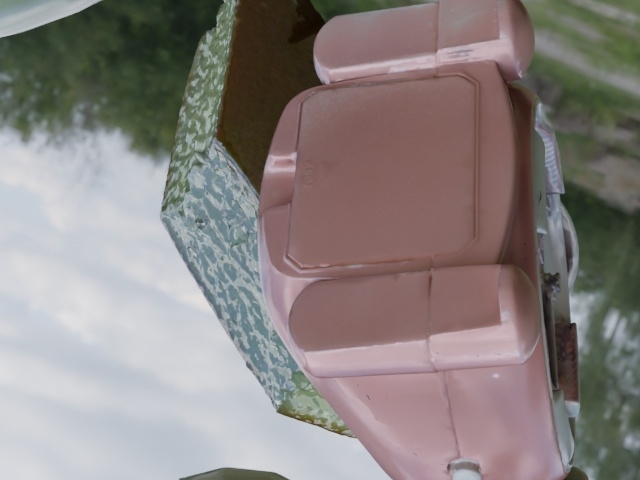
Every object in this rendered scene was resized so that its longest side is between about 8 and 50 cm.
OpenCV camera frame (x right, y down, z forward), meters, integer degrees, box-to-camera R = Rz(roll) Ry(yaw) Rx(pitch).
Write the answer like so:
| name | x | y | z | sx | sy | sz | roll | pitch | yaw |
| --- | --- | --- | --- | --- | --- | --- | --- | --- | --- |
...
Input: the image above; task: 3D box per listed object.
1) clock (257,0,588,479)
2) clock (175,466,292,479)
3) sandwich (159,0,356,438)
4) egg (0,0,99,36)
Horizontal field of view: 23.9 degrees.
| name | x | y | z | sx | sy | sz | roll | pitch | yaw |
| --- | --- | --- | --- | --- | --- | --- | --- | --- | --- |
| clock | 0.042 | 0.021 | 0.521 | 0.092 | 0.166 | 0.162 | -8 | 142 | 16 |
| clock | -0.133 | 0.288 | 0.771 | 0.184 | 0.326 | 0.342 | 38 | -135 | 1 |
| sandwich | 0.000 | 0.000 | 0.668 | 0.096 | 0.094 | 0.258 | -26 | -105 | -36 |
| egg | -0.176 | -0.190 | 0.518 | 0.352 | 0.258 | 0.258 | 9 | 179 | 15 |
